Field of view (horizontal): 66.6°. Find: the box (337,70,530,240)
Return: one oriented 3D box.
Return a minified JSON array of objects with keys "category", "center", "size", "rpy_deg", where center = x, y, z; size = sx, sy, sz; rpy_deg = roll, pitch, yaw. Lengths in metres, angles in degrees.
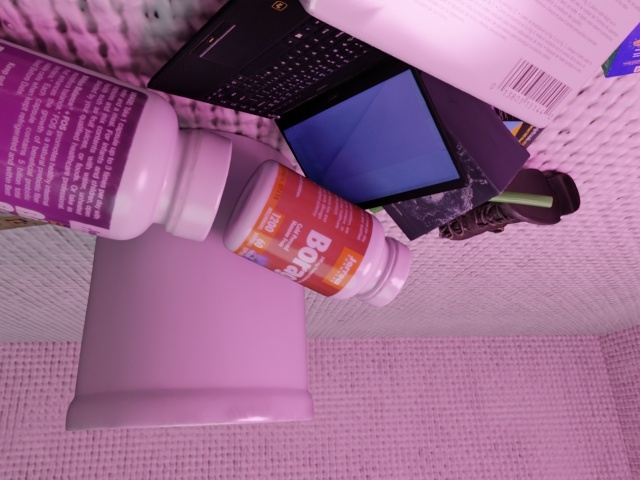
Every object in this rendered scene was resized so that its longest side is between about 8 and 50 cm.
[{"category":"box","center":[0.128,-0.105,0.585],"size":[0.093,0.156,0.158],"rpy_deg":[-43,-176,-35]}]

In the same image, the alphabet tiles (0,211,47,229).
[{"category":"alphabet tiles","center":[-0.510,-0.071,0.776],"size":[0.342,0.011,0.285],"rpy_deg":[-7,165,-1]}]

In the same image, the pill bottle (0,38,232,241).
[{"category":"pill bottle","center":[-0.256,-0.096,0.515],"size":[0.301,0.169,0.169],"rpy_deg":[16,155,-19]}]

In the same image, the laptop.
[{"category":"laptop","center":[-0.018,-0.118,0.525],"size":[0.264,0.137,0.234],"rpy_deg":[4,171,-39]}]

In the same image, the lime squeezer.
[{"category":"lime squeezer","center":[0.166,-0.060,0.724],"size":[0.310,0.059,0.110],"rpy_deg":[0,151,45]}]

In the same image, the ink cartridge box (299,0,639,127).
[{"category":"ink cartridge box","center":[0.164,-0.244,0.369],"size":[0.296,0.066,0.261],"rpy_deg":[11,130,-33]}]

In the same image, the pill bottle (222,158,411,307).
[{"category":"pill bottle","center":[0.000,0.000,0.605],"size":[0.216,0.121,0.121],"rpy_deg":[27,150,-17]}]

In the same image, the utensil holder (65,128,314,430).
[{"category":"utensil holder","center":[-0.179,0.077,0.740],"size":[0.327,0.386,0.327],"rpy_deg":[-2,159,-1]}]

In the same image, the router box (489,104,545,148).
[{"category":"router box","center":[0.215,-0.136,0.690],"size":[0.133,0.046,0.179],"rpy_deg":[-1,161,-4]}]

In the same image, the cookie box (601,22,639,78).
[{"category":"cookie box","center":[0.344,-0.219,0.489],"size":[0.091,0.040,0.107],"rpy_deg":[-7,159,12]}]

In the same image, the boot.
[{"category":"boot","center":[0.304,-0.042,0.856],"size":[0.263,0.091,0.229],"rpy_deg":[-5,168,-44]}]
